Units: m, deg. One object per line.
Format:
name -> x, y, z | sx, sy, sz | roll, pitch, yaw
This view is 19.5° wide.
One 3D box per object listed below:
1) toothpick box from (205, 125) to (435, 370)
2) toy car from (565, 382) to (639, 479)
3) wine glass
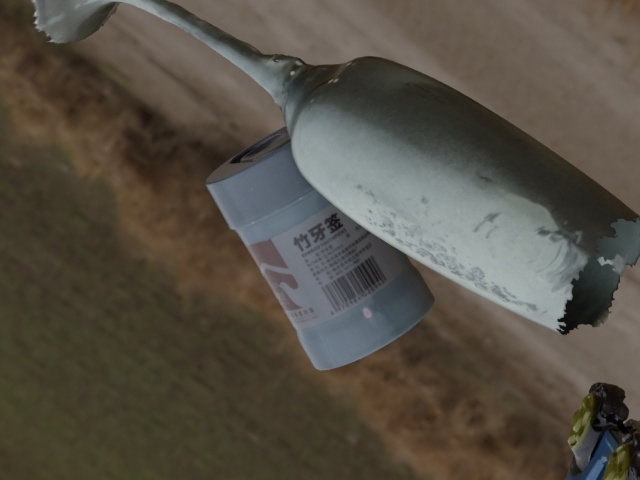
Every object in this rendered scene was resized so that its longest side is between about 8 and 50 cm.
toothpick box -> 0.000, 0.000, 1.291 | 0.153, 0.101, 0.101 | 60, 157, -10
toy car -> 0.291, 0.236, 1.485 | 0.198, 0.166, 0.314 | 19, -172, -5
wine glass -> 0.006, -0.047, 0.690 | 0.262, 0.074, 0.074 | 33, 164, 24
